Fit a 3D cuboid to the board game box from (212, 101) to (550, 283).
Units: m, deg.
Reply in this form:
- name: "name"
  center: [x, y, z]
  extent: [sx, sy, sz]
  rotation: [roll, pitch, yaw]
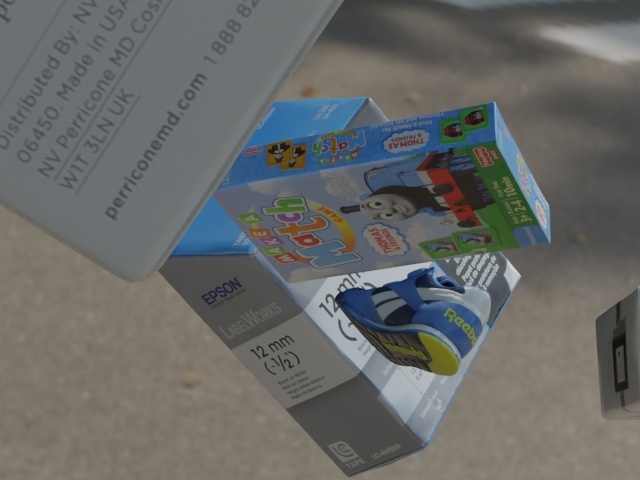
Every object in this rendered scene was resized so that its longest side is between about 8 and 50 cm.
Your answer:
- name: "board game box"
  center: [0.046, -0.030, 1.329]
  extent: [0.211, 0.039, 0.160]
  rotation: [-8, -28, 18]

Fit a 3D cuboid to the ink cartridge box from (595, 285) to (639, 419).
- name: "ink cartridge box"
  center: [0.205, 0.057, 0.928]
  extent: [0.104, 0.060, 0.180]
  rotation: [-1, -8, 0]

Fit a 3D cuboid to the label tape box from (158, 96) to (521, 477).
- name: "label tape box"
  center: [0.000, 0.000, 1.643]
  extent: [0.348, 0.115, 0.249]
  rotation: [50, 45, -15]

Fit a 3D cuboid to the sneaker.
- name: "sneaker"
  center: [0.063, 0.049, 1.211]
  extent: [0.053, 0.059, 0.144]
  rotation: [47, -16, -28]

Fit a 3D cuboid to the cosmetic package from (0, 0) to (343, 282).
- name: "cosmetic package"
  center: [-0.154, -0.179, 0.481]
  extent: [0.385, 0.156, 0.217]
  rotation: [32, 19, -7]
